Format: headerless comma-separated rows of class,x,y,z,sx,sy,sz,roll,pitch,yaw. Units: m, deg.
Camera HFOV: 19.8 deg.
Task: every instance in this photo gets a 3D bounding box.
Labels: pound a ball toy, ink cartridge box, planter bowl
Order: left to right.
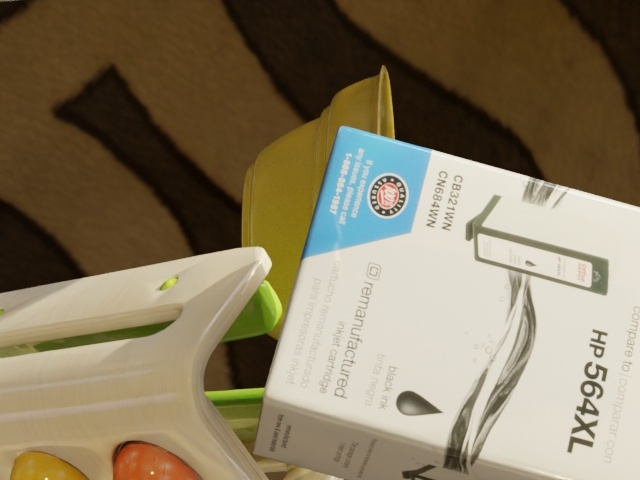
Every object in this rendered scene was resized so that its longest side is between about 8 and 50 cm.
pound a ball toy,-0.087,0.133,1.025,0.319,0.208,0.136,-9,34,40
planter bowl,0.000,0.000,1.150,0.090,0.217,0.217,-1,79,5
ink cartridge box,0.085,0.049,0.865,0.203,0.086,0.148,14,65,1
